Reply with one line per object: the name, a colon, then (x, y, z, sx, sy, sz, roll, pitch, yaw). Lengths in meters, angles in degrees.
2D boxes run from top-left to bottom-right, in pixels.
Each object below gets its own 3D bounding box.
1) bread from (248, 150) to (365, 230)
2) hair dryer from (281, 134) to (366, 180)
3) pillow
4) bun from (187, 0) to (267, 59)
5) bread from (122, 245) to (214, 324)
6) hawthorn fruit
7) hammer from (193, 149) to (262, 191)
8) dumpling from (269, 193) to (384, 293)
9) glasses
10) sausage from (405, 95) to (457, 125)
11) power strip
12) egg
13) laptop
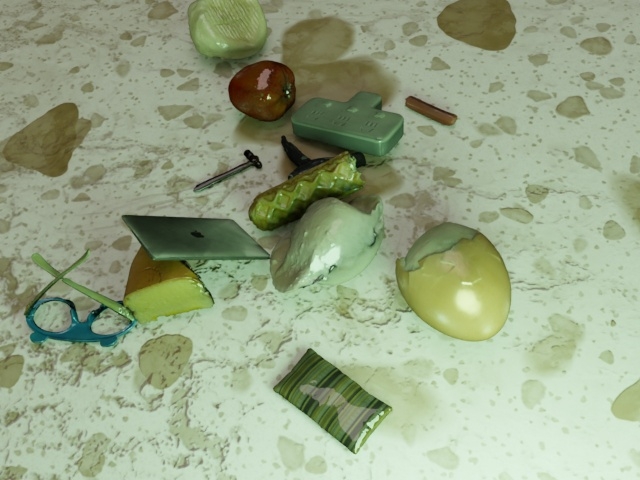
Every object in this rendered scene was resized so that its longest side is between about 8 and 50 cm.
bread: (-0.035, -0.101, 1.535, 0.269, 0.087, 0.098, -25, 22, 8)
hair dryer: (-0.025, -0.203, 1.677, 0.195, 0.075, 0.219, -23, 46, -25)
pillow: (0.020, 0.293, 1.301, 0.203, 0.038, 0.113, 33, 65, 27)
bun: (-0.261, -0.586, 1.937, 0.229, 0.145, 0.230, 10, 67, -25)
bread: (-0.297, 0.076, 1.433, 0.160, 0.140, 0.169, -4, 52, 9)
hawthorn fruit: (-0.166, -0.376, 1.767, 0.203, 0.163, 0.163, 4, 51, 27)
hammer: (-0.226, -0.159, 1.679, 0.178, 0.021, 0.065, -29, 56, -14)
dumpling: (0.000, -0.006, 1.466, 0.243, 0.175, 0.226, -11, 18, -36)
glasses: (-0.488, 0.101, 1.423, 0.239, 0.207, 0.102, 5, 17, 6)
sausage: (0.272, -0.322, 1.753, 0.147, 0.035, 0.030, 30, 64, 26)
power strip: (0.081, -0.298, 1.715, 0.264, 0.059, 0.194, 17, 45, 26)
egg: (0.259, 0.081, 1.345, 0.201, 0.201, 0.244, -27, 67, -15)
laptop: (-0.256, -0.006, 1.456, 0.269, 0.015, 0.187, 1, 27, -38)
